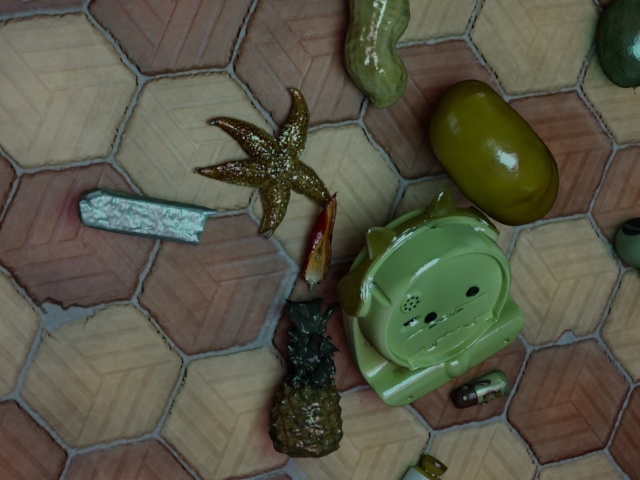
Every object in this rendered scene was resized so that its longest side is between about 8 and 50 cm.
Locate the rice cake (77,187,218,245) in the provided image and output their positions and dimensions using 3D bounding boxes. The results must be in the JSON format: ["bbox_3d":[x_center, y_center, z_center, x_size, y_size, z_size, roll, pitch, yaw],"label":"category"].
[{"bbox_3d":[-0.264,-0.036,1.534,0.207,0.069,0.063,10,93,-21],"label":"rice cake"}]

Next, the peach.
[{"bbox_3d":[0.272,-0.140,1.598,0.153,0.251,0.251,-29,108,18],"label":"peach"}]

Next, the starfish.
[{"bbox_3d":[-0.074,-0.124,1.593,0.227,0.043,0.240,16,90,-20],"label":"starfish"}]

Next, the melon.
[{"bbox_3d":[0.522,-0.329,1.708,0.114,0.114,0.167,-10,98,-16],"label":"melon"}]

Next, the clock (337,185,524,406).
[{"bbox_3d":[0.170,0.081,1.586,0.286,0.117,0.348,-29,136,-11],"label":"clock"}]

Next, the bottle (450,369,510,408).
[{"bbox_3d":[0.274,0.262,1.756,0.101,0.047,0.063,-19,114,-13],"label":"bottle"}]

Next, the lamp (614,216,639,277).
[{"bbox_3d":[0.578,0.037,1.803,0.091,0.091,0.163,-32,121,-10],"label":"lamp"}]

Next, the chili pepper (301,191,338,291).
[{"bbox_3d":[0.000,0.000,1.622,0.045,0.027,0.178,2,116,-23],"label":"chili pepper"}]

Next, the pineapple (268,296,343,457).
[{"bbox_3d":[-0.021,0.215,1.622,0.128,0.128,0.247,2,93,-17],"label":"pineapple"}]

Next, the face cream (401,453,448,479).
[{"bbox_3d":[0.153,0.453,1.744,0.072,0.051,0.182,31,89,-18],"label":"face cream"}]

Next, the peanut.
[{"bbox_3d":[0.087,-0.321,1.585,0.103,0.098,0.229,4,101,9],"label":"peanut"}]
